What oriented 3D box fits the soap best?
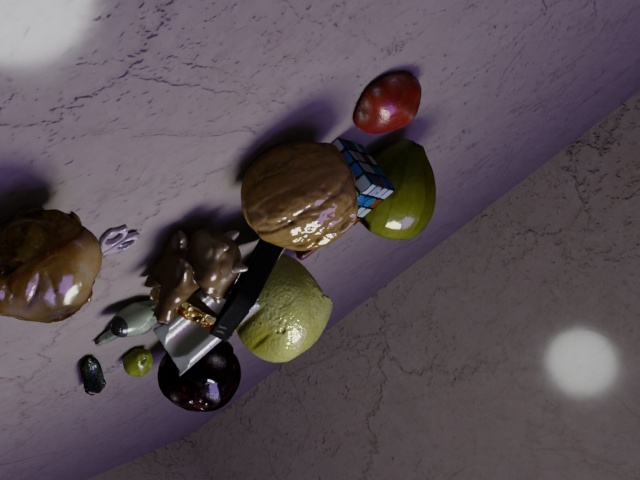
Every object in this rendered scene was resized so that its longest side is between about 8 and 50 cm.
[{"bbox_3d":[-0.323,0.227,1.832,0.302,0.159,0.258,-39,177,-9],"label":"soap"}]

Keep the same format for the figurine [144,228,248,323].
[{"bbox_3d":[-0.275,0.070,1.451,0.172,0.177,0.247,4,131,-36],"label":"figurine"}]

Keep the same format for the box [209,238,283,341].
[{"bbox_3d":[-0.160,0.073,1.575,0.211,0.058,0.350,-49,-167,46],"label":"box"}]

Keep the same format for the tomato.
[{"bbox_3d":[0.166,-0.298,1.409,0.174,0.082,0.166,-23,160,-26],"label":"tomato"}]

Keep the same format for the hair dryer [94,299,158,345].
[{"bbox_3d":[-0.475,0.207,1.674,0.218,0.088,0.225,-26,176,-38],"label":"hair dryer"}]

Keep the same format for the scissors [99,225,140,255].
[{"bbox_3d":[-0.456,0.031,1.278,0.189,0.015,0.100,-33,163,3],"label":"scissors"}]

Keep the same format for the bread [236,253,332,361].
[{"bbox_3d":[-0.129,0.202,1.868,0.237,0.320,0.320,-40,172,-41],"label":"bread"}]

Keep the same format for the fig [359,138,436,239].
[{"bbox_3d":[0.204,-0.139,1.688,0.239,0.239,0.271,-12,130,-53],"label":"fig"}]

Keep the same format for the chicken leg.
[{"bbox_3d":[-0.532,0.074,1.061,0.295,0.182,0.409,-14,173,-28],"label":"chicken leg"}]

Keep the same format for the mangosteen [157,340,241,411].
[{"bbox_3d":[-0.393,0.421,2.073,0.287,0.233,0.288,-9,-157,4],"label":"mangosteen"}]

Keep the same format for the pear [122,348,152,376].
[{"bbox_3d":[-0.563,0.377,1.948,0.092,0.092,0.097,-27,164,-22],"label":"pear"}]

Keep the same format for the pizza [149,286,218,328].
[{"bbox_3d":[-0.335,0.177,1.610,0.062,0.198,0.188,-62,162,5],"label":"pizza"}]

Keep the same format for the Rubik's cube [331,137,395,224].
[{"bbox_3d":[0.062,-0.139,1.545,0.155,0.151,0.154,-39,164,21],"label":"Rubik's cube"}]

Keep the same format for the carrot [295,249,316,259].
[{"bbox_3d":[0.000,0.000,2.051,0.190,0.037,0.037,-36,164,-5],"label":"carrot"}]

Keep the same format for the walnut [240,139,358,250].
[{"bbox_3d":[-0.046,-0.092,1.353,0.257,0.257,0.224,-38,-164,16],"label":"walnut"}]

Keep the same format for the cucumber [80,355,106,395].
[{"bbox_3d":[-0.665,0.398,1.843,0.067,0.067,0.245,-26,164,-26],"label":"cucumber"}]

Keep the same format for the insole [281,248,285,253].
[{"bbox_3d":[-0.077,-0.016,1.641,0.248,0.011,0.081,-60,-172,-9],"label":"insole"}]
